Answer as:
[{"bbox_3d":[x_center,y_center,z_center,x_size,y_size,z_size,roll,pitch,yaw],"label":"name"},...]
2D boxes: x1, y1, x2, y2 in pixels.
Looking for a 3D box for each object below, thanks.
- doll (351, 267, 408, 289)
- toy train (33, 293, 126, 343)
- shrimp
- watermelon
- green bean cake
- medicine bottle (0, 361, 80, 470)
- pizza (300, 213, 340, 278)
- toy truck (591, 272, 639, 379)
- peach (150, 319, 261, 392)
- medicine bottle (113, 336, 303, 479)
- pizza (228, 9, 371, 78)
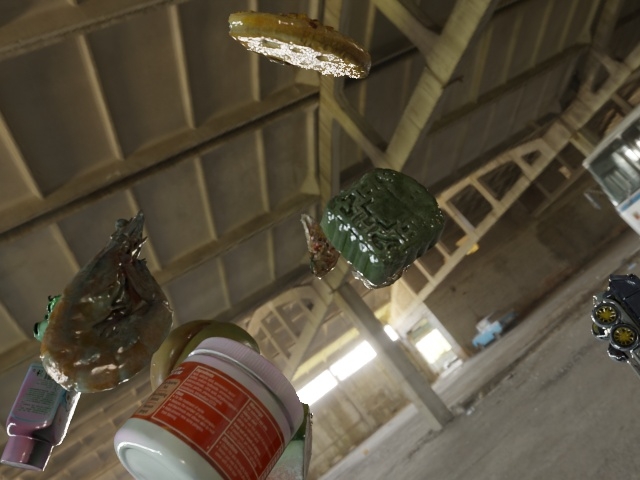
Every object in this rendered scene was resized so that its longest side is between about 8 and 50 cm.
[{"bbox_3d":[0.191,0.112,1.875,0.115,0.105,0.221,24,-30,-37],"label":"doll"},{"bbox_3d":[-0.514,0.197,1.274,0.243,0.132,0.188,-18,-33,3],"label":"toy train"},{"bbox_3d":[-0.291,0.077,0.821,0.062,0.164,0.316,111,171,-51],"label":"shrimp"},{"bbox_3d":[-0.111,0.455,1.225,0.310,0.231,0.193,-31,14,17],"label":"watermelon"},{"bbox_3d":[0.138,-0.043,1.221,0.227,0.222,0.125,-34,-24,-27],"label":"green bean cake"},{"bbox_3d":[-0.554,0.351,1.097,0.119,0.094,0.188,110,171,-56],"label":"medicine bottle"},{"bbox_3d":[0.000,0.000,1.625,0.052,0.195,0.185,-12,28,34],"label":"pizza"},{"bbox_3d":[0.419,0.134,0.692,0.092,0.192,0.083,-32,-34,8],"label":"toy truck"},{"bbox_3d":[-0.307,0.342,1.470,0.292,0.292,0.247,-33,-44,-20],"label":"peach"},{"bbox_3d":[-0.194,0.343,0.986,0.241,0.252,0.252,-47,-7,-40],"label":"medicine bottle"},{"bbox_3d":[-0.020,-0.301,0.834,0.246,0.058,0.127,8,-2,-21],"label":"pizza"}]
